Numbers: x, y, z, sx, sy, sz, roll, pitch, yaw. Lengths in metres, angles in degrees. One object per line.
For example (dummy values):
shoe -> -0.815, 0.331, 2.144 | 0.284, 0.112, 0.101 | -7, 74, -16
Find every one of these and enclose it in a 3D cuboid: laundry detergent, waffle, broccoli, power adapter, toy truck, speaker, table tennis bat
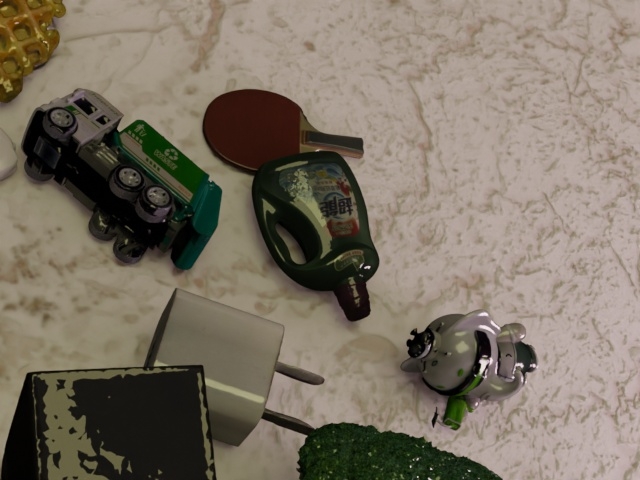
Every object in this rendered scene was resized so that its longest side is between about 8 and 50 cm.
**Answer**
laundry detergent -> 0.000, 0.000, 1.500 | 0.144, 0.078, 0.221 | -9, 69, -22
waffle -> -0.451, -0.286, 1.504 | 0.245, 0.052, 0.254 | 20, 59, -8
broccoli -> 0.079, 0.329, 1.260 | 0.275, 0.308, 0.308 | -33, 74, 8
power adapter -> -0.095, 0.156, 1.351 | 0.205, 0.125, 0.130 | 21, 57, -10
toy truck -> -0.233, -0.072, 1.435 | 0.253, 0.114, 0.124 | 42, 44, 5
speaker -> -0.214, 0.268, 1.173 | 0.184, 0.254, 0.232 | 0, 64, -21
table tennis bat -> -0.049, -0.140, 1.589 | 0.220, 0.019, 0.130 | 8, 61, -14

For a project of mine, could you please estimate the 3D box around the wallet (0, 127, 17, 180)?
wallet -> -0.448, -0.081, 1.404 | 0.190, 0.033, 0.095 | -32, 79, -30

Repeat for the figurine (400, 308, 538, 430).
figurine -> 0.183, 0.144, 1.462 | 0.192, 0.147, 0.126 | 15, 38, -33
